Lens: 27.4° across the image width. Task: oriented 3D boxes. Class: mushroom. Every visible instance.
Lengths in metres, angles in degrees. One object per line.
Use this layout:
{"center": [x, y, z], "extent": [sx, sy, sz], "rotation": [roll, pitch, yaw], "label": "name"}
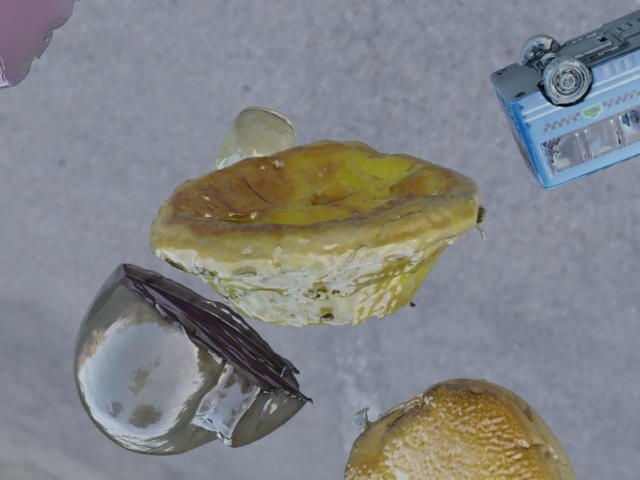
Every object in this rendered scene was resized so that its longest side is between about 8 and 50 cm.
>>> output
{"center": [-0.098, 0.090, 0.885], "extent": [0.141, 0.117, 0.188], "rotation": [50, -168, 20], "label": "mushroom"}

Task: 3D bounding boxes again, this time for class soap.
{"center": [-0.281, -0.167, 1.018], "extent": [0.203, 0.122, 0.065], "rotation": [-3, 137, 43], "label": "soap"}

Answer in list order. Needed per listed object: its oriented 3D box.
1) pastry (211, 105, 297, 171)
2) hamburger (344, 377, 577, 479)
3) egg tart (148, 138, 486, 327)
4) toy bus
{"center": [-0.093, -0.105, 1.768], "extent": [0.092, 0.156, 0.156], "rotation": [25, 149, 1], "label": "pastry"}
{"center": [0.161, 0.316, 1.580], "extent": [0.290, 0.314, 0.170], "rotation": [-34, 150, 16], "label": "hamburger"}
{"center": [-0.001, 0.000, 1.309], "extent": [0.341, 0.341, 0.132], "rotation": [8, 113, 32], "label": "egg tart"}
{"center": [0.297, -0.150, 1.255], "extent": [0.246, 0.113, 0.134], "rotation": [-21, 111, 3], "label": "toy bus"}
